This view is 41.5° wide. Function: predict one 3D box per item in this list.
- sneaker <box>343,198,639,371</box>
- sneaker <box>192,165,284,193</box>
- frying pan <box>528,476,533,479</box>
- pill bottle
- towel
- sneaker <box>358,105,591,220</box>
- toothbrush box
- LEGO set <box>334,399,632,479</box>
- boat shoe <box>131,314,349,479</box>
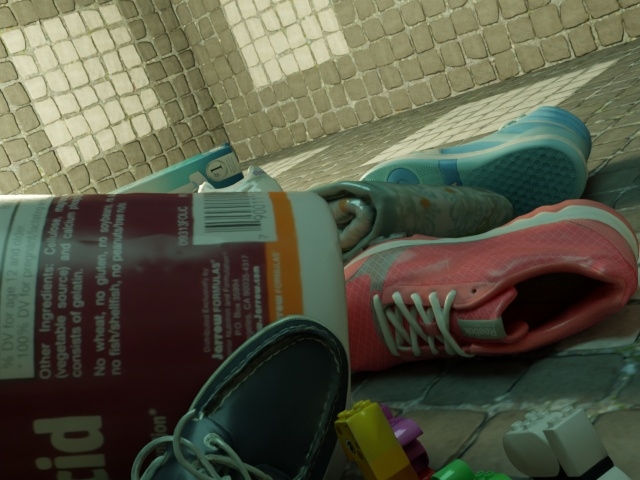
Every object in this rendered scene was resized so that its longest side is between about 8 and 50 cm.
[{"bbox_3d":[0.118,0.050,0.726,0.314,0.115,0.136,-19,14,16],"label":"sneaker"},{"bbox_3d":[-0.178,0.006,1.294,0.305,0.152,0.114,-34,-23,3],"label":"sneaker"},{"bbox_3d":[0.110,0.173,0.369,0.197,0.053,0.326,-10,21,46],"label":"frying pan"},{"bbox_3d":[-0.187,0.079,0.597,0.393,0.223,0.224,-2,10,-7],"label":"pill bottle"},{"bbox_3d":[0.000,0.000,1.018,0.375,0.090,0.321,-14,-3,35],"label":"towel"},{"bbox_3d":[0.223,-0.096,1.167,0.319,0.127,0.208,-4,22,31],"label":"sneaker"},{"bbox_3d":[-0.242,-0.005,1.391,0.296,0.216,0.126,-25,11,-4],"label":"toothbrush box"},{"bbox_3d":[0.048,0.119,0.444,0.087,0.093,0.227,-27,-4,-26],"label":"LEGO set"},{"bbox_3d":[-0.063,0.149,0.452,0.254,0.095,0.079,-52,-4,-13],"label":"boat shoe"}]
